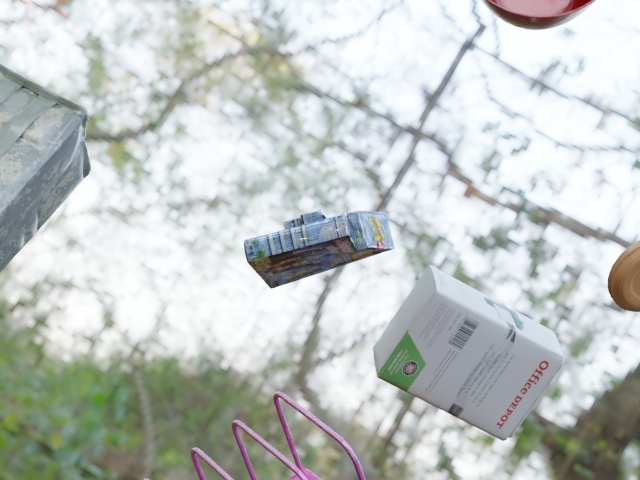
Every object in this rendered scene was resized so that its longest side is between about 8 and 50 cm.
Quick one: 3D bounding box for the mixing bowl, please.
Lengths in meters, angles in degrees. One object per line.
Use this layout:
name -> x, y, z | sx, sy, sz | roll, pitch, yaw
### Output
mixing bowl -> 0.249, -0.310, 1.998 | 0.181, 0.181, 0.098 | 28, -20, 14

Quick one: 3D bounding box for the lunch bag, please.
lunch bag -> -0.480, -0.120, 2.273 | 0.287, 0.235, 0.169 | 28, -32, 14

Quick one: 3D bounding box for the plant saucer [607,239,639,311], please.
plant saucer -> 0.303, 0.032, 1.589 | 0.083, 0.083, 0.013 | 41, 14, -38

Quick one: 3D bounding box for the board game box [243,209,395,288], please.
board game box -> 0.000, 0.000, 2.428 | 0.194, 0.060, 0.194 | -15, -14, 4

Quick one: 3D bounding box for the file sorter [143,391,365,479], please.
file sorter -> -0.097, 0.355, 2.171 | 0.202, 0.291, 0.182 | 31, -33, 50

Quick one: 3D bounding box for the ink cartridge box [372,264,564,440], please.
ink cartridge box -> 0.209, 0.161, 2.456 | 0.219, 0.160, 0.092 | 28, 19, -15
